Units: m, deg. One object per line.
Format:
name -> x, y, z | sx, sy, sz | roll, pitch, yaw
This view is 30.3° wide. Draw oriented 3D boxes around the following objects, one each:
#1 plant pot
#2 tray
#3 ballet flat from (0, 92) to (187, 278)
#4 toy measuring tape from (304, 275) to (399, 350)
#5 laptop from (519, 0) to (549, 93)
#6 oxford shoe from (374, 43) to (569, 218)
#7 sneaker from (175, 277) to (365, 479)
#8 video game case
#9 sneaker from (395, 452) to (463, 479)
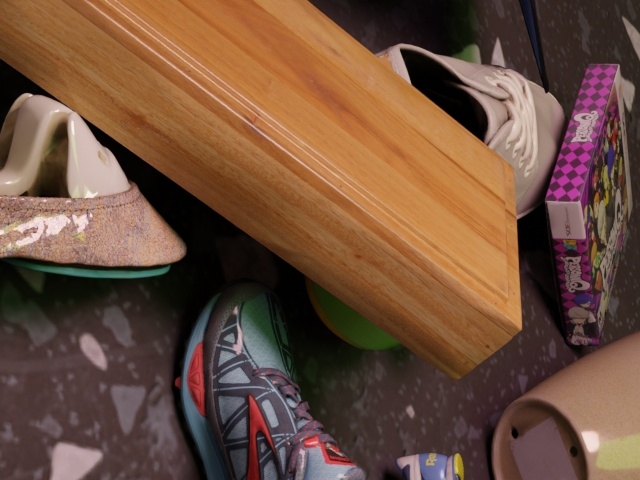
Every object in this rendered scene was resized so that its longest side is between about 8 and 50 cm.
plant pot -> 0.306, 0.198, 1.133 | 0.274, 0.256, 0.257 | 0, 77, -34
tray -> -0.033, -0.097, 0.807 | 0.411, 0.076, 0.203 | 35, 32, -18
ballet flat -> -0.191, -0.033, 0.678 | 0.316, 0.107, 0.106 | 0, 106, -51
toy measuring tape -> 0.000, 0.000, 0.918 | 0.330, 0.121, 0.121 | 33, 53, -29
laptop -> 0.110, -0.288, 1.103 | 0.264, 0.136, 0.234 | 7, 54, -22
oxford shoe -> 0.146, -0.101, 1.110 | 0.449, 0.130, 0.169 | -3, 76, -53
sneaker -> -0.017, 0.150, 0.823 | 0.104, 0.125, 0.262 | 4, 74, -50
video game case -> 0.295, -0.040, 1.280 | 0.232, 0.041, 0.210 | -64, 147, -41
sneaker -> 0.082, 0.244, 0.974 | 0.053, 0.059, 0.144 | 39, 59, -77
